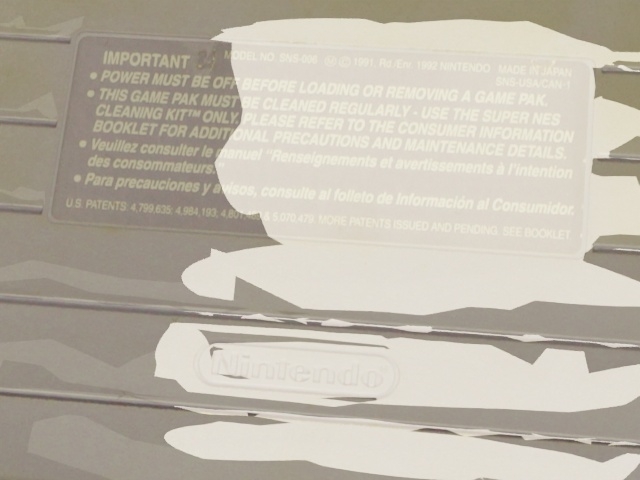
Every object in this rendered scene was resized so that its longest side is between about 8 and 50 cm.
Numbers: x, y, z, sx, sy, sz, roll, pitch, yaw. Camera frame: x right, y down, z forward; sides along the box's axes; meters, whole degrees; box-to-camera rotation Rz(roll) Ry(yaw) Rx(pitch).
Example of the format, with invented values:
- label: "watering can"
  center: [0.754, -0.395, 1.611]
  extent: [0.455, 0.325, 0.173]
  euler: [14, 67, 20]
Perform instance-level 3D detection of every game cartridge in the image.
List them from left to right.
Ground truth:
- label: "game cartridge"
  center: [0.000, 0.000, 0.632]
  extent: [0.355, 0.068, 0.230]
  euler: [4, 67, 7]
